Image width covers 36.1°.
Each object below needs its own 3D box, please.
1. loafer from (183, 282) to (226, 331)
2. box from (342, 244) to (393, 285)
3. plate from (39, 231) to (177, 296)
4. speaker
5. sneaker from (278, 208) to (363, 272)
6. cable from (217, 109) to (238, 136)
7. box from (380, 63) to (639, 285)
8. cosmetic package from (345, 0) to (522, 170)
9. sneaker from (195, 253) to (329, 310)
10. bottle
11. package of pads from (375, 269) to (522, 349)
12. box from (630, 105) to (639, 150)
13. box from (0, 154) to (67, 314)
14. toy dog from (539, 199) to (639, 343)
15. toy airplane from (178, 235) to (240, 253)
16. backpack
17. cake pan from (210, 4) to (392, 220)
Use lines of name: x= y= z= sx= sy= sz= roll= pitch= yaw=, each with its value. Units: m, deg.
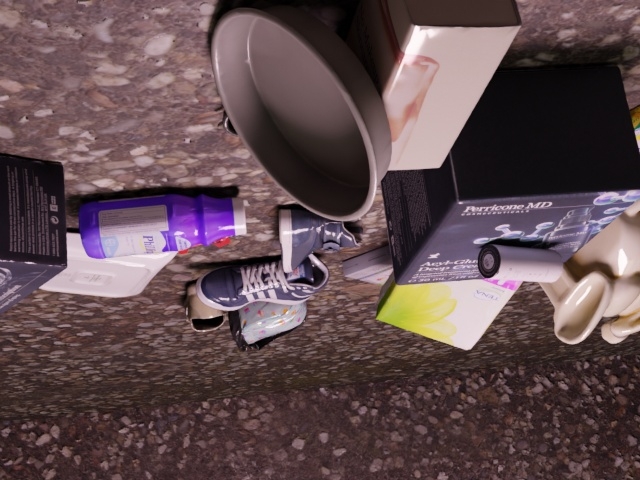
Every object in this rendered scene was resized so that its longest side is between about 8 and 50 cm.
loafer: x=-0.272 y=0.171 z=2.302 sx=0.101 sy=0.092 sz=0.268 roll=-6 pitch=161 yaw=-4
box: x=0.162 y=0.059 z=2.232 sx=0.145 sy=0.038 sz=0.186 roll=-21 pitch=158 yaw=33
plate: x=-0.448 y=0.057 z=1.932 sx=0.277 sy=0.045 sz=0.277 roll=8 pitch=158 yaw=-24
speaker: x=0.315 y=0.037 z=1.541 sx=0.136 sy=0.055 sz=0.055 roll=4 pitch=158 yaw=-31
sneaker: x=0.000 y=0.002 z=1.921 sx=0.163 sy=0.086 sz=0.226 roll=-4 pitch=160 yaw=-3
cable: x=-0.030 y=-0.211 z=1.374 sx=0.139 sy=0.072 sz=0.287 roll=23 pitch=133 yaw=-41
box: x=0.287 y=-0.091 z=1.572 sx=0.293 sy=0.212 sz=0.395 roll=-4 pitch=160 yaw=-10
cosmetic package: x=0.113 y=-0.220 z=1.168 sx=0.129 sy=0.153 sz=0.296 roll=-4 pitch=153 yaw=-14
sneaker: x=-0.115 y=0.082 z=2.094 sx=0.282 sy=0.099 sz=0.153 roll=1 pitch=161 yaw=-32
bottle: x=-0.272 y=-0.029 z=1.710 sx=0.282 sy=0.092 sz=0.118 roll=-6 pitch=160 yaw=-7
package of pads: x=0.273 y=0.082 z=2.006 sx=0.229 sy=0.101 sz=0.297 roll=20 pitch=133 yaw=-9
box: x=0.516 y=-0.171 z=1.692 sx=0.105 sy=0.043 sz=0.179 roll=7 pitch=158 yaw=-36
box: x=-0.611 y=-0.001 z=1.525 sx=0.312 sy=0.179 sz=0.343 roll=9 pitch=155 yaw=-38
toy dog: x=0.659 y=0.027 z=2.064 sx=0.407 sy=0.284 sz=0.395 roll=9 pitch=119 yaw=-37
toy airplane: x=-0.228 y=-0.003 z=1.906 sx=0.151 sy=0.028 sz=0.151 roll=-7 pitch=160 yaw=-3
backpack: x=-0.122 y=0.161 z=2.267 sx=0.181 sy=0.152 sz=0.115 roll=-16 pitch=156 yaw=6
cake pan: x=-0.021 y=-0.159 z=1.200 sx=0.054 sy=0.293 sz=0.293 roll=-37 pitch=174 yaw=-26
